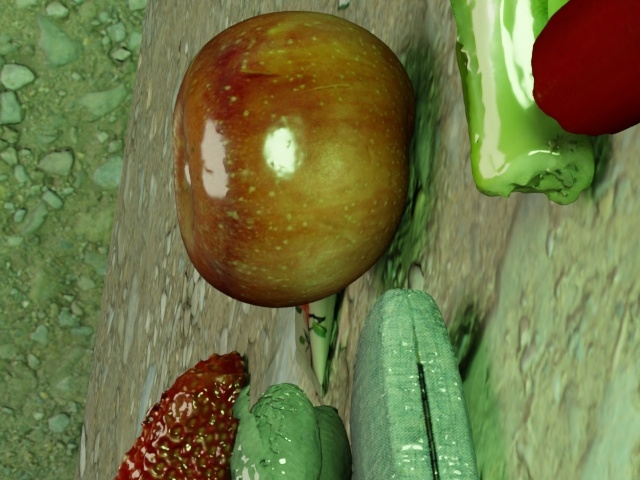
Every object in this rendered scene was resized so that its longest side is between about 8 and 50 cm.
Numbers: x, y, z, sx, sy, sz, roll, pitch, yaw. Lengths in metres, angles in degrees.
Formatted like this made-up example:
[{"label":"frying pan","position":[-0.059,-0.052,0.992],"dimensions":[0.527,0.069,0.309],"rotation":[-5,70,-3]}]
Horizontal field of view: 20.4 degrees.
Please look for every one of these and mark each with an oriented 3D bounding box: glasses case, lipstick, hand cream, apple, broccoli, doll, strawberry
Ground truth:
[{"label":"glasses case","position":[0.054,0.152,0.981],"dimensions":[0.109,0.067,0.282],"rotation":[98,167,-48]},{"label":"lipstick","position":[0.157,-0.099,0.672],"dimensions":[0.280,0.073,0.073],"rotation":[146,130,-74]},{"label":"hand cream","position":[0.000,0.000,1.353],"dimensions":[0.080,0.050,0.234],"rotation":[-126,39,-66]},{"label":"apple","position":[-0.015,-0.056,1.204],"dimensions":[0.201,0.162,0.201],"rotation":[175,90,-78]},{"label":"broccoli","position":[0.087,-0.162,0.917],"dimensions":[0.165,0.145,0.304],"rotation":[-20,69,32]},{"label":"doll","position":[-0.048,0.218,1.107],"dimensions":[0.340,0.158,0.245],"rotation":[-90,6,-70]},{"label":"strawberry","position":[-0.149,0.228,1.716],"dimensions":[0.188,0.106,0.286],"rotation":[-110,30,-60]}]
